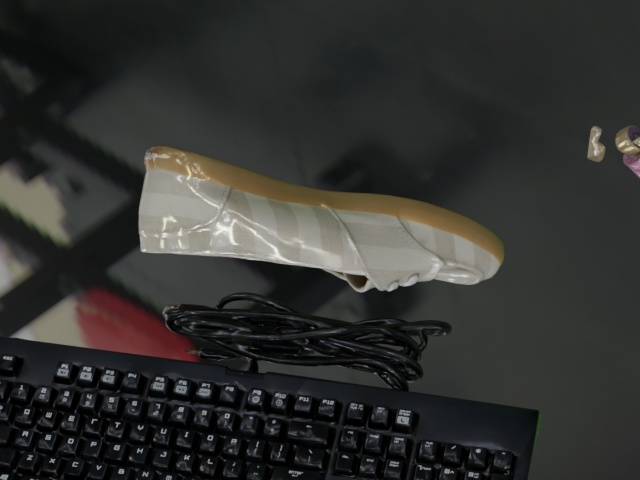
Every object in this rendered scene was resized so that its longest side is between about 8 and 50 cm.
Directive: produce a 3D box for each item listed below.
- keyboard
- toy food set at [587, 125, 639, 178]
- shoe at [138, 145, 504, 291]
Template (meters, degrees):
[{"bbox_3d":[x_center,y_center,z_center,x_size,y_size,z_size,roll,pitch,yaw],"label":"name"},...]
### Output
[{"bbox_3d":[-0.029,0.054,0.623,0.192,0.100,0.038,7,144,12],"label":"keyboard"},{"bbox_3d":[0.251,-0.055,1.400,0.122,0.019,0.078,21,163,11],"label":"toy food set"},{"bbox_3d":[0.000,0.000,1.110,0.219,0.058,0.076,13,171,-20],"label":"shoe"}]
